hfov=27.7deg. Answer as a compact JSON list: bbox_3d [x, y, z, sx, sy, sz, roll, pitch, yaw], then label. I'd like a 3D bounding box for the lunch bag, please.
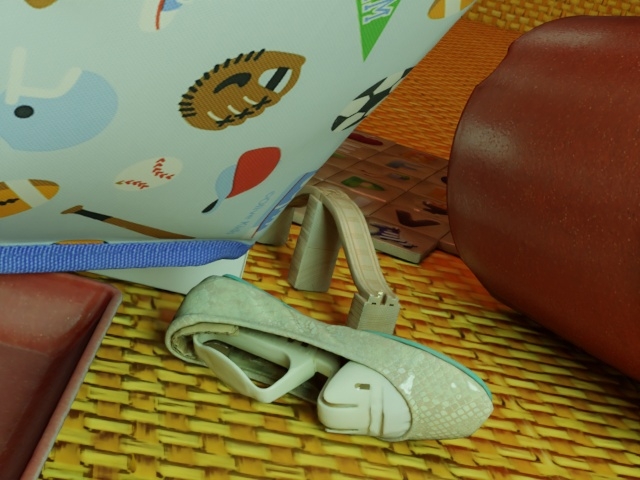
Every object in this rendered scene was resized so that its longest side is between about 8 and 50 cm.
[{"bbox_3d":[-0.133,-0.152,0.483,0.385,0.328,0.239,-6,57,-43],"label":"lunch bag"}]

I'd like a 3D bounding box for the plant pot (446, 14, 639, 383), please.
[{"bbox_3d":[0.229,-0.018,0.756,0.272,0.272,0.265,3,12,-34],"label":"plant pot"}]

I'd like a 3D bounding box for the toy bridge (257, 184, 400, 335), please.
[{"bbox_3d":[0.000,0.000,0.794,0.026,0.063,0.188,7,19,-25],"label":"toy bridge"}]

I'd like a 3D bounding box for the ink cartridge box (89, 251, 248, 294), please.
[{"bbox_3d":[-0.084,-0.029,0.768,0.092,0.090,0.143,13,18,-7],"label":"ink cartridge box"}]

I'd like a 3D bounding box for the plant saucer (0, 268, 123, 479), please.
[{"bbox_3d":[-0.220,0.048,0.474,0.258,0.047,0.259,14,16,-4],"label":"plant saucer"}]

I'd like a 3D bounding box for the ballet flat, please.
[{"bbox_3d":[-0.001,0.067,0.622,0.168,0.057,0.052,19,44,26],"label":"ballet flat"}]

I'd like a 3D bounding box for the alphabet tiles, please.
[{"bbox_3d":[0.045,-0.048,1.083,0.285,0.011,0.342,19,17,14],"label":"alphabet tiles"}]
